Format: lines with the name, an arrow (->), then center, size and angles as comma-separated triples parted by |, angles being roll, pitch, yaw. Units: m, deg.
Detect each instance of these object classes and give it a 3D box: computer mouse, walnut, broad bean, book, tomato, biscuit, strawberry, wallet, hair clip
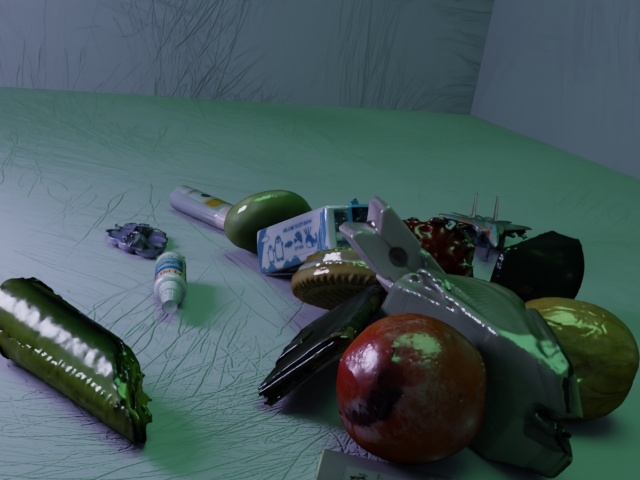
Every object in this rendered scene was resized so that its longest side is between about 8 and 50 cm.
computer mouse -> 0.432, 0.079, 2.318 | 0.087, 0.168, 0.295 | 25, 24, 37
walnut -> 0.389, 0.185, 1.877 | 0.225, 0.193, 0.193 | 18, 16, -5
broad bean -> -0.099, -0.035, 2.403 | 0.228, 0.169, 0.100 | 42, 21, -54
book -> 0.083, 0.320, 1.547 | 0.181, 0.014, 0.127 | 12, 16, 3
tomato -> 0.119, 0.203, 1.625 | 0.184, 0.208, 0.208 | 0, 19, -34
biscuit -> 0.078, 0.072, 2.087 | 0.259, 0.079, 0.259 | 4, -18, 1
strawberry -> 0.164, 0.053, 2.269 | 0.280, 0.150, 0.253 | 4, -18, -2
wallet -> 0.006, 0.151, 1.843 | 0.044, 0.169, 0.317 | 55, 17, -4
hair clip -> 0.160, 0.071, 1.942 | 0.331, 0.101, 0.085 | 51, -1, -31
hair clip -> -0.361, -0.014, 2.346 | 0.124, 0.052, 0.195 | 14, 10, -7
computer mouse -> 0.248, 0.176, 1.755 | 0.145, 0.228, 0.429 | -9, 27, -30

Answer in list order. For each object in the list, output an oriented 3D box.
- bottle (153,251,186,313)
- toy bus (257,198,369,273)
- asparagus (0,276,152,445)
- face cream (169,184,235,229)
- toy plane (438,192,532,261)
bottle -> -0.260, 0.078, 2.076 | 0.060, 0.060, 0.217 | 7, 17, -10
toy bus -> 0.000, 0.000, 2.225 | 0.131, 0.106, 0.297 | -1, -8, -29
asparagus -> -0.330, 0.165, 1.655 | 0.381, 0.108, 0.128 | 26, 21, 38
face cream -> -0.237, -0.066, 2.583 | 0.198, 0.057, 0.084 | 21, 20, 34
toy plane -> 0.382, -0.016, 2.729 | 0.222, 0.104, 0.326 | 10, 20, 0
